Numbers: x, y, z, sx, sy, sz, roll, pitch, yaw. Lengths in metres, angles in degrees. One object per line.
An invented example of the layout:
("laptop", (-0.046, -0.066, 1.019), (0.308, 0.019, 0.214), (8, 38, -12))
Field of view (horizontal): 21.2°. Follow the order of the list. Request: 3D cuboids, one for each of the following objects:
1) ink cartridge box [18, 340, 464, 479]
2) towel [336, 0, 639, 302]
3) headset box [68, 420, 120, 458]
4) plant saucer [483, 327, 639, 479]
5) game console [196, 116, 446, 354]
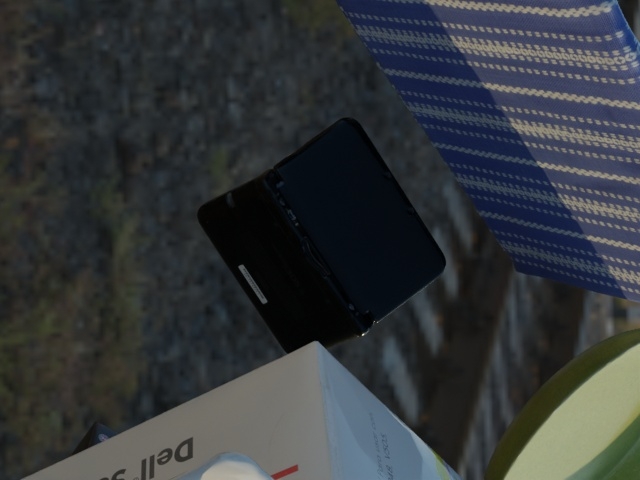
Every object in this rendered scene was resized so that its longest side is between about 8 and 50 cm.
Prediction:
("ink cartridge box", (-0.024, 0.183, 0.874), (0.353, 0.207, 0.119), (46, 26, -40))
("towel", (0.147, -0.078, 1.099), (0.040, 0.243, 0.336), (-51, 127, -19))
("headset box", (-0.124, 0.329, 1.566), (0.110, 0.293, 0.218), (-52, -166, 28))
("plant saucer", (0.205, 0.152, 1.297), (0.037, 0.241, 0.241), (45, -14, 34))
("game console", (0.000, 0.000, 1.108), (0.122, 0.107, 0.071), (57, 43, -10))
